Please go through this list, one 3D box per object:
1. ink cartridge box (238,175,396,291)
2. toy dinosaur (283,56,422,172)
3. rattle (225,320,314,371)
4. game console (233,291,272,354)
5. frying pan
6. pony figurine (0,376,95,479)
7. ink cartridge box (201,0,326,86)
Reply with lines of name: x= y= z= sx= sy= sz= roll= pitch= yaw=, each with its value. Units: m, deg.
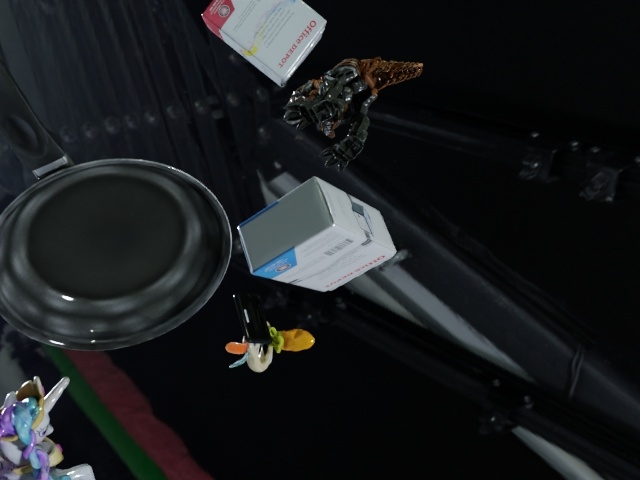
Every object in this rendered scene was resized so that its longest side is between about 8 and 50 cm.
ink cartridge box: x=0.000 y=0.000 z=0.898 sx=0.139 sy=0.190 sz=0.082 roll=-31 pitch=-114 yaw=22
toy dinosaur: x=0.040 y=-0.278 z=1.203 sx=0.164 sy=0.218 sz=0.322 roll=33 pitch=-33 yaw=-14
rattle: x=-0.117 y=0.255 z=1.484 sx=0.142 sy=0.199 sz=0.130 roll=18 pitch=-95 yaw=16
game console: x=-0.156 y=0.188 z=1.421 sx=0.071 sy=0.107 sz=0.122 roll=-39 pitch=-123 yaw=32
frying pan: x=-0.209 y=-0.018 z=0.488 sx=0.197 sy=0.326 sz=0.053 roll=-42 pitch=-136 yaw=8
pony figurine: x=-0.518 y=0.386 z=0.968 sx=0.303 sy=0.351 sz=0.364 roll=41 pitch=-35 yaw=34
ink cartridge box: x=-0.096 y=-0.380 z=1.127 sx=0.176 sy=0.127 sz=0.128 roll=38 pitch=-87 yaw=-6
